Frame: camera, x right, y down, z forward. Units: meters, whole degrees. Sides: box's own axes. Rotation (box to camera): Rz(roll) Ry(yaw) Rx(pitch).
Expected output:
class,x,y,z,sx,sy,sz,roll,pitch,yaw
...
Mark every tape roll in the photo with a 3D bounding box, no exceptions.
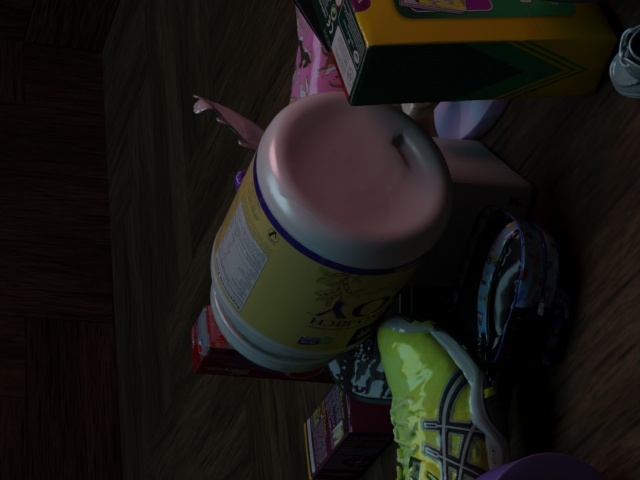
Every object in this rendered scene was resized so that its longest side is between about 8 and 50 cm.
class,x,y,z,sx,sy,sz,roll,pitch,yaw
tape roll,0.240,0.330,1.537,0.080,0.189,0.189,138,133,-62

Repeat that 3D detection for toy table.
class,x,y,z,sx,sy,sz,roll,pitch,yaw
toy table,0.165,-0.251,1.932,0.252,0.160,0.274,-109,32,-47

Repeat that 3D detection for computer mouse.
class,x,y,z,sx,sy,sz,roll,pitch,yaw
computer mouse,0.136,0.179,1.899,0.272,0.072,0.189,16,100,28

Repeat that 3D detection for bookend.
class,x,y,z,sx,sy,sz,roll,pitch,yaw
bookend,0.132,0.123,2.043,0.157,0.072,0.156,153,120,-67

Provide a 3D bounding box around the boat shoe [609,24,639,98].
class,x,y,z,sx,sy,sz,roll,pitch,yaw
boat shoe,0.362,-0.209,1.505,0.227,0.081,0.079,157,117,-66

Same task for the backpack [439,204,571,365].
class,x,y,z,sx,sy,sz,roll,pitch,yaw
backpack,0.235,0.049,1.725,0.158,0.116,0.173,-131,49,-63

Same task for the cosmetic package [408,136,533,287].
class,x,y,z,sx,sy,sz,roll,pitch,yaw
cosmetic package,0.165,-0.040,1.884,0.184,0.151,0.151,-128,46,-61

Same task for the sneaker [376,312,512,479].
class,x,y,z,sx,sy,sz,roll,pitch,yaw
sneaker,0.147,0.267,1.696,0.385,0.147,0.145,66,159,15

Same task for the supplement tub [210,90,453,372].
class,x,y,z,sx,sy,sz,roll,pitch,yaw
supplement tub,0.000,0.000,1.754,0.331,0.241,0.241,119,149,-53

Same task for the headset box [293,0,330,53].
class,x,y,z,sx,sy,sz,roll,pitch,yaw
headset box,0.054,-0.441,2.135,0.131,0.246,0.283,56,-176,-35

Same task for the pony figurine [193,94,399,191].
class,x,y,z,sx,sy,sz,roll,pitch,yaw
pony figurine,-0.017,-0.062,2.082,0.302,0.351,0.364,21,90,37

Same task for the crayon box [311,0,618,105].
class,x,y,z,sx,sy,sz,roll,pitch,yaw
crayon box,0.147,-0.327,1.731,0.106,0.313,0.363,107,153,-47

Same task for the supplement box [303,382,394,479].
class,x,y,z,sx,sy,sz,roll,pitch,yaw
supplement box,0.044,0.295,2.218,0.188,0.080,0.104,123,147,-51

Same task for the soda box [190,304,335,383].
class,x,y,z,sx,sy,sz,roll,pitch,yaw
soda box,-0.074,0.171,2.305,0.092,0.263,0.083,123,147,-50

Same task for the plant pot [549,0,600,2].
class,x,y,z,sx,sy,sz,roll,pitch,yaw
plant pot,0.305,-0.369,1.492,0.195,0.290,0.290,33,121,27

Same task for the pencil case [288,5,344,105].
class,x,y,z,sx,sy,sz,roll,pitch,yaw
pencil case,0.012,-0.230,2.338,0.167,0.160,0.386,-3,-81,-77
